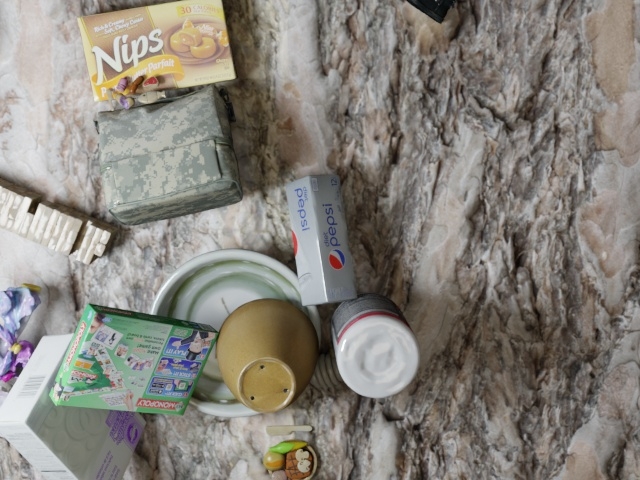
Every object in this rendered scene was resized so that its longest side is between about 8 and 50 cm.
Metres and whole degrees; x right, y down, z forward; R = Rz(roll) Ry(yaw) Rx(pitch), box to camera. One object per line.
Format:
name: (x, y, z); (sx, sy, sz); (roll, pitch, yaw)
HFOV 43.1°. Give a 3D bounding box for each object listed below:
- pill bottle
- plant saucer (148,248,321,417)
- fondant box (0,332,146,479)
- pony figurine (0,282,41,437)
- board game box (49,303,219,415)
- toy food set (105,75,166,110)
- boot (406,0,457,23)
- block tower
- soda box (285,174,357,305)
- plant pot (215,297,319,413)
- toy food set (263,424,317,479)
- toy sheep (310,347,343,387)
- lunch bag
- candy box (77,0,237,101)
pill bottle: (0.112, 0.215, 1.804); (0.176, 0.318, 0.176); (-1, 100, -3)
plant saucer: (-0.200, 0.209, 1.897); (0.400, 0.100, 0.401); (-1, 100, -4)
fondant box: (-0.536, 0.399, 1.777); (0.096, 0.238, 0.330); (-7, 130, 23)
pony figurine: (-0.748, 0.264, 1.812); (0.350, 0.303, 0.364); (14, 92, 13)
board game box: (-0.389, 0.261, 1.730); (0.317, 0.046, 0.214); (18, 100, -44)
toy food set: (-0.398, -0.323, 1.736); (0.122, 0.019, 0.078); (-19, 69, -3)
boot: (0.256, -0.557, 1.822); (0.121, 0.045, 0.099); (30, 99, -15)
block tower: (-0.638, -0.051, 1.833); (0.335, 0.097, 0.091); (24, 97, -6)
soda box: (0.000, 0.000, 1.827); (0.091, 0.098, 0.286); (-5, 85, -38)
plant pot: (-0.113, 0.270, 1.735); (0.237, 0.254, 0.237); (-1, 100, -4)
toy food set: (-0.074, 0.550, 1.992); (0.132, 0.038, 0.192); (-3, 100, -3)
toy sheep: (0.011, 0.310, 1.936); (0.132, 0.091, 0.091); (-20, 100, 14)
lunch bag: (-0.327, -0.192, 1.769); (0.305, 0.212, 0.256); (-13, 80, -1)
candy box: (-0.355, -0.421, 1.788); (0.316, 0.087, 0.183); (-9, 100, -1)
